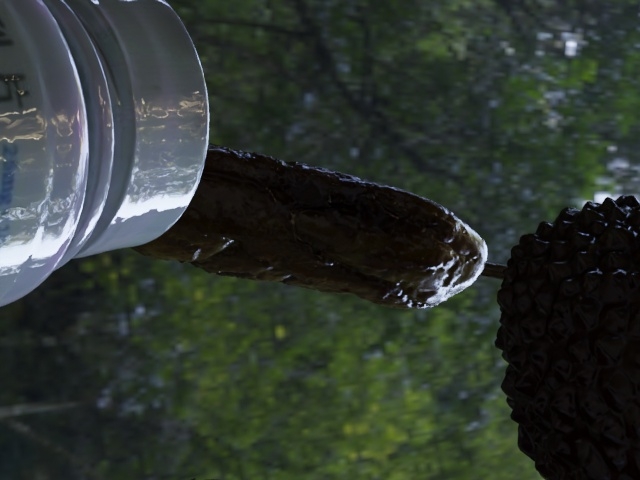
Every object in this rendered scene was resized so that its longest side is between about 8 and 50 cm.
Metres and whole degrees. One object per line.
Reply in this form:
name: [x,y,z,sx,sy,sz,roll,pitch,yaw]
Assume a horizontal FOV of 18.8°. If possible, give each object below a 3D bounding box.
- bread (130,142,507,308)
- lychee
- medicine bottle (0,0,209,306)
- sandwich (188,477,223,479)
bread: [0.001,-0.002,1.469,0.124,0.344,0.084,152,-51,-65]
lychee: [0.232,0.082,1.246,0.271,0.271,0.271,2,-87,37]
medicine bottle: [-0.195,-0.043,0.843,0.170,0.293,0.170,8,-78,41]
sandwich: [-0.035,0.228,1.171,0.249,0.273,0.095,-31,-127,40]
